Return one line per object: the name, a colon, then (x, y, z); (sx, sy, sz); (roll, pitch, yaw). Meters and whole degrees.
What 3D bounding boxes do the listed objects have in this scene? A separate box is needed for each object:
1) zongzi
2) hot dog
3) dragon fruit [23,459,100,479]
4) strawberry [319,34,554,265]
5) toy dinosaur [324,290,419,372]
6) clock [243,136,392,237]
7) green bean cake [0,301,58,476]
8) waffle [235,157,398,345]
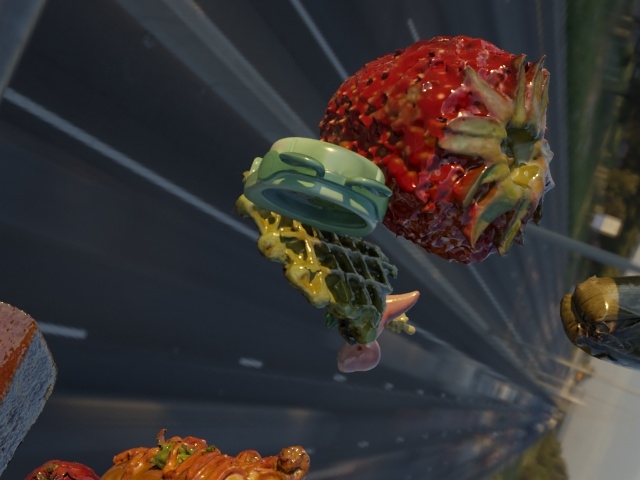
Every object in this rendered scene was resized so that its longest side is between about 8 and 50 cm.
zongzi: (0.523, 0.086, 1.352); (0.300, 0.274, 0.145); (-38, -134, 40)
hot dog: (-0.137, 0.277, 1.088); (0.349, 0.158, 0.117); (-23, -123, 57)
dragon fruit: (-0.454, 0.476, 1.699); (0.172, 0.172, 0.209); (-40, 136, -57)
strawberry: (0.120, -0.113, 1.229); (0.292, 0.343, 0.292); (-6, 98, -49)
toy dinosaur: (0.080, 0.124, 1.628); (0.194, 0.177, 0.152); (-18, 126, -25)
clock: (0.004, -0.058, 1.024); (0.188, 0.148, 0.060); (152, -43, -74)
green bean cake: (-0.465, 0.224, 1.335); (0.198, 0.097, 0.232); (90, 23, -61)
waffle: (0.000, 0.000, 1.369); (0.073, 0.297, 0.317); (-38, -168, 19)
